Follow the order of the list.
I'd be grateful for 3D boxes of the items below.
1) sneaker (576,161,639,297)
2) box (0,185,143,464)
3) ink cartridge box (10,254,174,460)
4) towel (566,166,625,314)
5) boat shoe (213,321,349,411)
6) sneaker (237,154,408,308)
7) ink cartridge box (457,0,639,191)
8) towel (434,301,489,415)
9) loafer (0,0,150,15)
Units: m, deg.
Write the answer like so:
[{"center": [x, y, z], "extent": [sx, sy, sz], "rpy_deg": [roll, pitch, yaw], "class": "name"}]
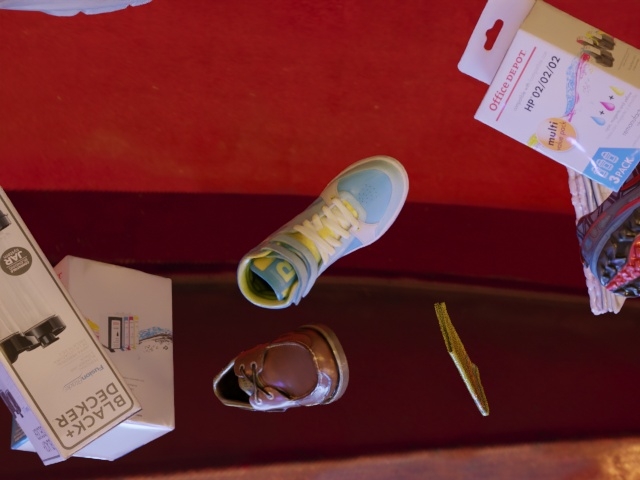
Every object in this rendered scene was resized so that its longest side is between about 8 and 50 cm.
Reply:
[{"center": [0.353, -0.066, 0.931], "extent": [0.262, 0.125, 0.104], "rpy_deg": [-40, 112, 8], "class": "sneaker"}, {"center": [-0.304, 0.078, 0.949], "extent": [0.087, 0.169, 0.290], "rpy_deg": [-33, 91, -26], "class": "box"}, {"center": [-0.323, 0.170, 1.358], "extent": [0.168, 0.171, 0.232], "rpy_deg": [17, 54, -36], "class": "ink cartridge box"}, {"center": [0.525, -0.087, 1.588], "extent": [0.317, 0.053, 0.331], "rpy_deg": [-38, 123, -34], "class": "towel"}, {"center": [-0.061, 0.190, 1.307], "extent": [0.105, 0.307, 0.110], "rpy_deg": [-17, 81, -26], "class": "boat shoe"}, {"center": [0.000, 0.000, 1.499], "extent": [0.319, 0.208, 0.127], "rpy_deg": [-42, 92, 23], "class": "sneaker"}, {"center": [0.207, -0.133, 0.831], "extent": [0.181, 0.061, 0.104], "rpy_deg": [29, 137, 7], "class": "ink cartridge box"}, {"center": [0.240, 0.201, 1.602], "extent": [0.021, 0.102, 0.237], "rpy_deg": [-22, 140, 9], "class": "towel"}, {"center": [-0.145, -0.136, 0.351], "extent": [0.112, 0.319, 0.111], "rpy_deg": [28, 119, 8], "class": "loafer"}]
